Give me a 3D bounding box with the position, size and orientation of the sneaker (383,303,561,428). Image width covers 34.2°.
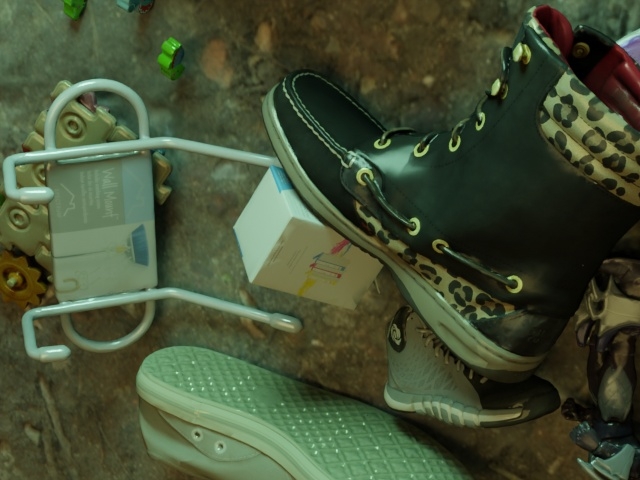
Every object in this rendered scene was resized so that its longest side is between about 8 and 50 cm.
[{"bbox_3d":[0.136,0.112,1.052,0.228,0.086,0.132,-4,97,52],"label":"sneaker"}]

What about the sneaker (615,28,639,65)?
[{"bbox_3d":[0.341,-0.118,0.901,0.282,0.102,0.161,1,105,24],"label":"sneaker"}]

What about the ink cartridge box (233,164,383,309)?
[{"bbox_3d":[0.000,0.000,1.063,0.143,0.092,0.090,16,121,-29],"label":"ink cartridge box"}]

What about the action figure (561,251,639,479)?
[{"bbox_3d":[0.275,0.155,0.993,0.099,0.185,0.285,-3,91,2],"label":"action figure"}]

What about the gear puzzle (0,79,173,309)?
[{"bbox_3d":[-0.305,-0.029,1.253,0.175,0.044,0.339,38,123,-4],"label":"gear puzzle"}]

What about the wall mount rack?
[{"bbox_3d":[-0.178,0.003,1.135,0.304,0.130,0.350,-8,124,-18],"label":"wall mount rack"}]

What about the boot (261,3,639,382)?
[{"bbox_3d":[0.129,-0.090,0.936,0.377,0.138,0.284,51,131,20],"label":"boot"}]

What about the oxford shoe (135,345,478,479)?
[{"bbox_3d":[-0.017,0.249,1.154,0.449,0.169,0.130,19,112,25],"label":"oxford shoe"}]

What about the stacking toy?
[{"bbox_3d":[-0.185,-0.299,1.096,0.167,0.052,0.221,35,127,18],"label":"stacking toy"}]
